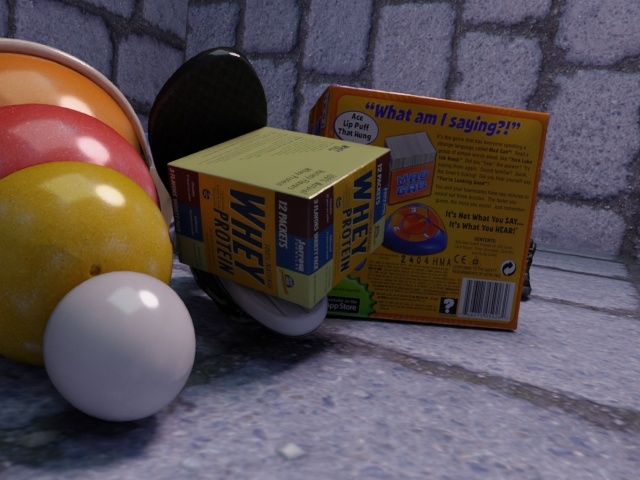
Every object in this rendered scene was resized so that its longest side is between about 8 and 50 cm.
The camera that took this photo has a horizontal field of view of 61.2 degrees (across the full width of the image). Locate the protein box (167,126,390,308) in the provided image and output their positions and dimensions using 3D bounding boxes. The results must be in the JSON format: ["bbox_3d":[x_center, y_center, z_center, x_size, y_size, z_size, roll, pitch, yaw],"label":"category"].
[{"bbox_3d":[-0.045,-0.043,0.689,0.201,0.136,0.199,16,31,27],"label":"protein box"}]

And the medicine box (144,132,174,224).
[{"bbox_3d":[-0.490,-0.186,1.742,0.263,0.290,0.149,6,4,1],"label":"medicine box"}]

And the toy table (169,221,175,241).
[{"bbox_3d":[-0.344,-0.119,1.417,0.252,0.161,0.274,-12,20,38],"label":"toy table"}]

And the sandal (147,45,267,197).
[{"bbox_3d":[-0.185,-0.126,0.861,0.167,0.107,0.446,-16,-29,-20],"label":"sandal"}]

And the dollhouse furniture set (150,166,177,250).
[{"bbox_3d":[-0.340,-0.097,1.137,0.303,0.287,0.198,16,-1,-39],"label":"dollhouse furniture set"}]

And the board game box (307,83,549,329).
[{"bbox_3d":[0.149,-0.065,1.016,0.356,0.357,0.356,6,7,-7],"label":"board game box"}]

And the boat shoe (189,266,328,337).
[{"bbox_3d":[-0.097,0.057,0.775,0.121,0.119,0.335,-16,31,-28],"label":"boat shoe"}]

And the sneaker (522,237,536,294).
[{"bbox_3d":[0.451,0.058,1.259,0.087,0.131,0.227,7,8,21],"label":"sneaker"}]

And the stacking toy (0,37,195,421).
[{"bbox_3d":[-0.270,0.018,0.563,0.350,0.351,0.480,0,28,-43],"label":"stacking toy"}]
